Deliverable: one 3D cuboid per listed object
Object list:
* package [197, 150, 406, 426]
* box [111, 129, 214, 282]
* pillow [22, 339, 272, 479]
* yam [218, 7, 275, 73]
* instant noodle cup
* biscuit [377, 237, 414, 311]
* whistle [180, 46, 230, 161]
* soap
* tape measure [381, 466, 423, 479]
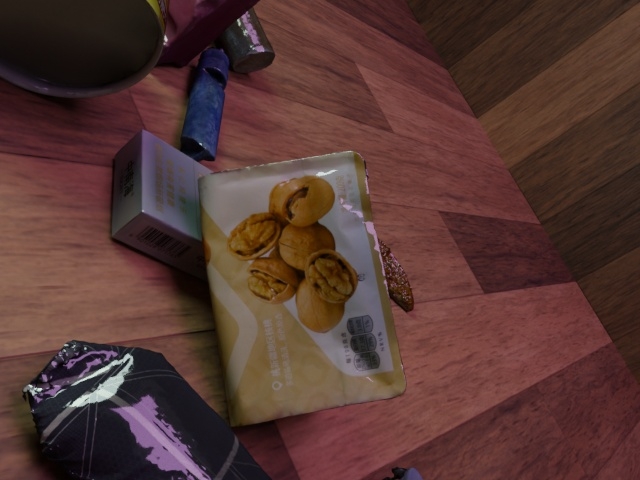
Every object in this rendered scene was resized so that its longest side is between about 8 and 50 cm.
[{"bbox_3d":[-0.028,0.065,0.927,0.165,0.221,0.312,94,-15,-80],"label":"package"},{"bbox_3d":[-0.165,-0.028,0.974,0.242,0.067,0.155,30,37,-41],"label":"box"},{"bbox_3d":[-0.140,0.229,0.694,0.335,0.092,0.161,51,31,-5],"label":"pillow"},{"bbox_3d":[-0.178,-0.456,1.380,0.093,0.093,0.259,-21,86,-62],"label":"yam"},{"bbox_3d":[-0.312,-0.332,0.876,0.311,0.311,0.222,24,50,-45],"label":"instant noodle cup"},{"bbox_3d":[0.120,0.041,1.402,0.206,0.025,0.126,46,28,-18],"label":"biscuit"},{"bbox_3d":[-0.188,-0.219,1.166,0.062,0.062,0.304,38,31,-30],"label":"whistle"},{"bbox_3d":[-0.267,-0.494,1.157,0.360,0.233,0.128,58,24,4],"label":"soap"},{"bbox_3d":[0.113,0.403,0.894,0.181,0.107,0.182,52,24,9],"label":"tape measure"}]
